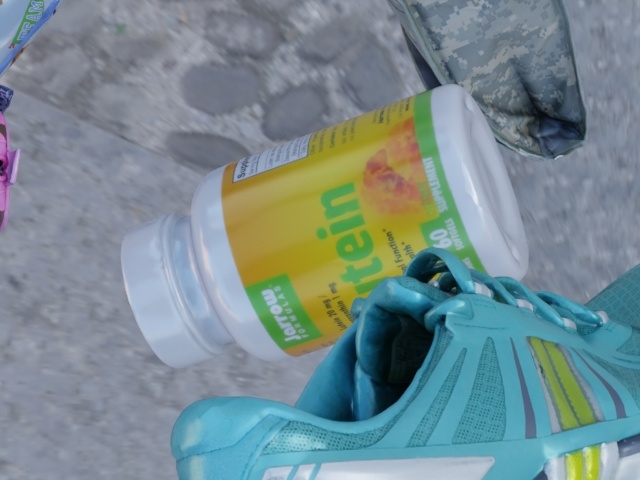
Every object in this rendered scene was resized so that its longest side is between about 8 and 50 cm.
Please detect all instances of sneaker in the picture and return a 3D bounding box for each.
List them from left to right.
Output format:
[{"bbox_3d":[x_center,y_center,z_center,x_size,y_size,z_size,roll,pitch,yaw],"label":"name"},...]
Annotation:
[{"bbox_3d":[0.062,0.050,0.613,0.107,0.275,0.110,-24,91,45],"label":"sneaker"}]

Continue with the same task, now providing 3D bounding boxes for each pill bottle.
[{"bbox_3d":[0.000,0.000,1.204,0.245,0.136,0.136,-19,81,15],"label":"pill bottle"}]

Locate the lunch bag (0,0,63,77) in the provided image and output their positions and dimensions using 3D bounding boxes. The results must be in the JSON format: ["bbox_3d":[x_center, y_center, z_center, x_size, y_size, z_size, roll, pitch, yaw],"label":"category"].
[{"bbox_3d":[-0.308,-0.247,1.680,0.115,0.243,0.303,41,88,-22],"label":"lunch bag"}]

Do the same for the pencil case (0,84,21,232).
[{"bbox_3d":[-0.284,-0.046,1.073,0.209,0.098,0.095,-1,98,-26],"label":"pencil case"}]

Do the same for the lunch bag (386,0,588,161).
[{"bbox_3d":[0.158,-0.231,1.825,0.169,0.287,0.235,-27,39,8],"label":"lunch bag"}]
